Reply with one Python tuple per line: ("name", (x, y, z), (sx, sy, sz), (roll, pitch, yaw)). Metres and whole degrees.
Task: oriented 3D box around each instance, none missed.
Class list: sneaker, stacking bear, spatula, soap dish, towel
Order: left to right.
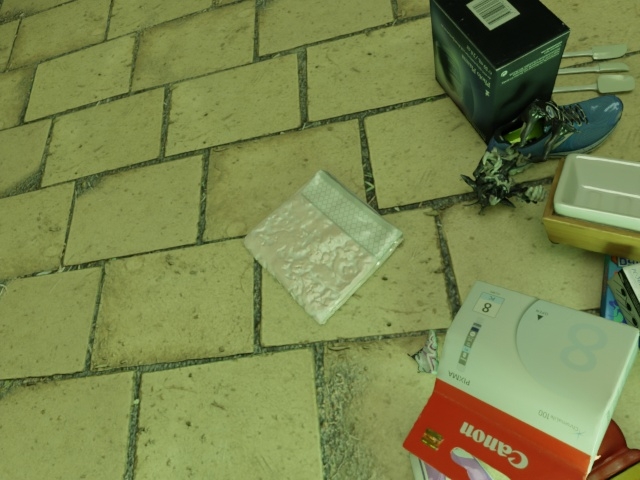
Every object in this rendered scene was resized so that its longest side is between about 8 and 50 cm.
("towel", (0.000, 0.000, 1.165), (0.317, 0.053, 0.332), (-44, 62, -5))
("sneaker", (0.229, 0.249, 0.994), (0.069, 0.038, 0.098), (-4, 66, 14))
("sneaker", (0.279, 0.531, 0.824), (0.161, 0.102, 0.282), (-15, 64, 6))
("sneaker", (0.566, -0.270, 1.063), (0.329, 0.147, 0.130), (-22, 63, 5))
("spatula", (0.690, -0.453, 1.180), (0.241, 0.019, 0.168), (2, 69, 17))
("soap dish", (0.637, -0.064, 0.929), (0.290, 0.118, 0.229), (17, 49, 25))
("stacking bear", (0.536, 0.433, 0.761), (0.164, 0.175, 0.289), (0, 44, -32))

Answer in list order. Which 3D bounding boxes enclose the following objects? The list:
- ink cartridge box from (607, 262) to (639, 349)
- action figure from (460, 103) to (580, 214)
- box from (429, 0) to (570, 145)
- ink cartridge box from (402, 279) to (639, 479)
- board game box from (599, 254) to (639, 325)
("ink cartridge box", (0.623, 0.154, 0.834), (0.046, 0.097, 0.207), (-16, 66, 10))
("action figure", (0.431, -0.160, 0.997), (0.164, 0.141, 0.276), (30, 116, -3))
("box", (0.423, -0.449, 1.100), (0.182, 0.294, 0.296), (-28, 62, 6))
("ink cartridge box", (0.359, 0.285, 0.835), (0.308, 0.091, 0.385), (18, 63, 43))
("board game box", (0.682, 0.103, 0.921), (0.160, 0.047, 0.210), (10, 70, 20))
